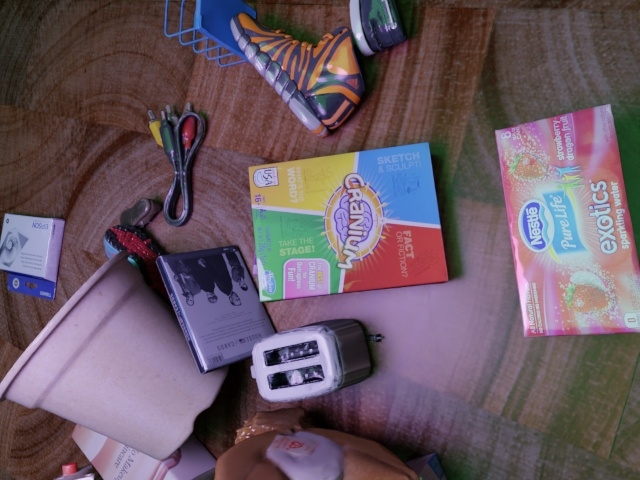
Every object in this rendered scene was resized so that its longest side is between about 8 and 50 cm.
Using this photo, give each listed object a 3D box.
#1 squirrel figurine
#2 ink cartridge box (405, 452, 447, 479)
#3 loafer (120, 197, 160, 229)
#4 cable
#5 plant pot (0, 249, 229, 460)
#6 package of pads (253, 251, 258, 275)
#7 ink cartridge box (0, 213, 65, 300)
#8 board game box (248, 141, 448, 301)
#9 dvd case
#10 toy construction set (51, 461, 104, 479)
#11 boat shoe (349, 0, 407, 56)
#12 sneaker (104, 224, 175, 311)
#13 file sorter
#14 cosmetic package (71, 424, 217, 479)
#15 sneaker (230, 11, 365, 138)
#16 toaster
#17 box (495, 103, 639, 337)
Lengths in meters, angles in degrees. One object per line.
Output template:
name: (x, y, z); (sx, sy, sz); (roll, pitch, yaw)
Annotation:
squirrel figurine: (-0.056, 0.496, 0.785); (0.397, 0.281, 0.370); (-170, 81, -66)
ink cartridge box: (0.184, 0.450, 0.769); (0.061, 0.104, 0.181); (-29, 74, 23)
loafer: (-0.433, -0.056, 1.161); (0.148, 0.050, 0.056); (-22, 72, 40)
cable: (-0.315, -0.180, 1.124); (0.139, 0.072, 0.287); (-10, 93, 9)
plant pot: (-0.359, 0.239, 0.930); (0.305, 0.334, 0.334); (38, 106, -11)
package of pads: (-0.110, 0.033, 0.996); (0.050, 0.032, 0.083); (3, 87, 26)
ink cartridge box: (-0.811, 0.042, 1.346); (0.223, 0.045, 0.224); (5, 88, 27)
board game box: (0.044, -0.028, 0.845); (0.316, 0.064, 0.242); (-7, 82, 5)
dvd case: (-0.198, 0.125, 0.953); (0.029, 0.179, 0.239); (-41, 67, 39)
toy construction set: (-0.539, 0.640, 1.059); (0.151, 0.215, 0.328); (0, 86, 27)
boat shoe: (0.102, -0.500, 0.896); (0.091, 0.114, 0.303); (-8, 94, 27)
sneaker: (-0.397, 0.082, 1.120); (0.262, 0.104, 0.125); (44, 133, 16)
file sorter: (-0.229, -0.457, 1.024); (0.104, 0.170, 0.118); (0, 86, 31)
cosmetic package: (-0.379, 0.452, 1.043); (0.296, 0.129, 0.153); (34, 100, 25)
sneaker: (-0.029, -0.368, 0.953); (0.180, 0.124, 0.321); (-42, 79, 13)
toaster: (-0.012, 0.214, 0.866); (0.227, 0.146, 0.129); (-16, 79, 25)
box: (0.355, -0.019, 0.700); (0.154, 0.142, 0.300); (-8, 82, 27)
